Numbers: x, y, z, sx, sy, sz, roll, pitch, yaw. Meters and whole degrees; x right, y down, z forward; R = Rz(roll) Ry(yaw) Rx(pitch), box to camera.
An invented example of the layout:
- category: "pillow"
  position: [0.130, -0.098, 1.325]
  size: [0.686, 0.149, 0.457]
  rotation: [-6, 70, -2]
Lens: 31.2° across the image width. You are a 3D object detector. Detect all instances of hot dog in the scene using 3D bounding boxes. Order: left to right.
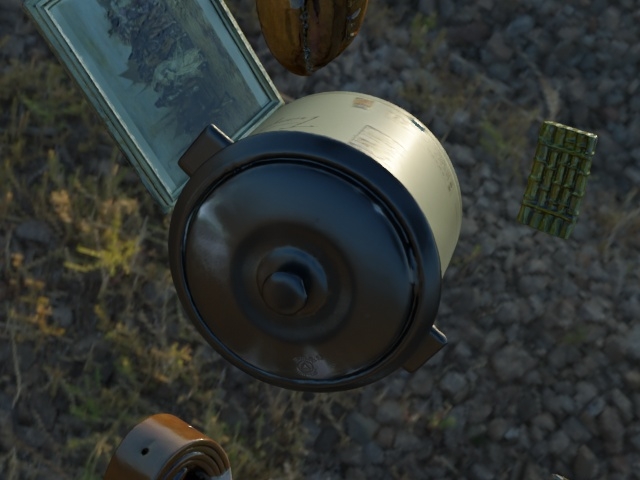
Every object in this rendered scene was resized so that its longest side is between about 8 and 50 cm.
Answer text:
- category: "hot dog"
  position: [0.000, -0.178, 0.791]
  size: [0.089, 0.140, 0.060]
  rotation: [-20, 42, -35]

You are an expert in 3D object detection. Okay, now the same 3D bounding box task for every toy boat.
- category: "toy boat"
  position: [0.247, -0.063, 1.199]
  size: [0.063, 0.115, 0.016]
  rotation: [22, 24, 28]

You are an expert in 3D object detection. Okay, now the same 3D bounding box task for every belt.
- category: "belt"
  position: [-0.203, 0.359, 1.511]
  size: [0.105, 0.262, 0.184]
  rotation: [20, 28, 37]

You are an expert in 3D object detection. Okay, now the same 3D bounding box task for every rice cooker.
- category: "rice cooker"
  position: [0.000, 0.000, 1.017]
  size: [0.280, 0.241, 0.227]
  rotation: [44, 28, -5]

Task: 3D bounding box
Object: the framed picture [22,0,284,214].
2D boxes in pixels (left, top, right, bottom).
- category: "framed picture"
  position: [-0.166, -0.195, 1.234]
  size: [0.217, 0.017, 0.274]
  rotation: [-48, 120, -27]

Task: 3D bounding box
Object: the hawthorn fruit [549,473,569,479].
- category: "hawthorn fruit"
  position: [0.313, 0.129, 0.621]
  size: [0.231, 0.263, 0.235]
  rotation: [10, 30, -18]
